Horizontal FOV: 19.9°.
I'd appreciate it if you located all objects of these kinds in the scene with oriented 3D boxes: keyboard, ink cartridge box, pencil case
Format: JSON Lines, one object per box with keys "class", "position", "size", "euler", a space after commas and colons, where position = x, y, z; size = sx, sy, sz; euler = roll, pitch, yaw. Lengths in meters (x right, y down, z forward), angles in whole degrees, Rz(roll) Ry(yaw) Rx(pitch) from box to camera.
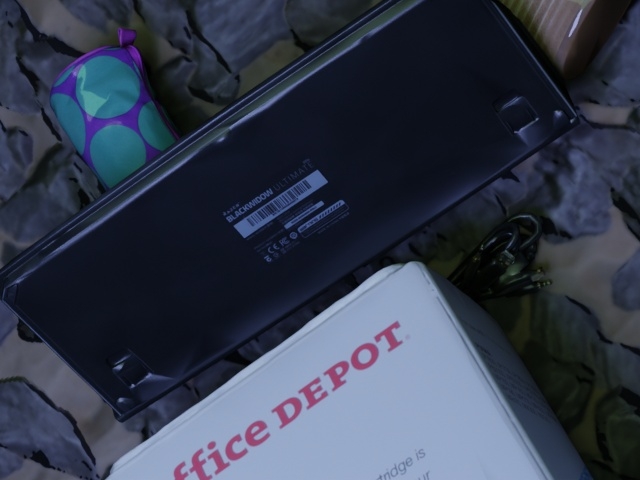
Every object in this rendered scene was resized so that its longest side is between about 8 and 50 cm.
{"class": "keyboard", "position": [0.000, 0.000, 1.003], "size": [0.317, 0.033, 0.201], "euler": [-33, 119, 14]}
{"class": "ink cartridge box", "position": [0.052, 0.200, 0.932], "size": [0.226, 0.131, 0.306], "euler": [-35, 58, 12]}
{"class": "pencil case", "position": [-0.095, -0.045, 1.066], "size": [0.070, 0.064, 0.151], "euler": [-42, 76, 23]}

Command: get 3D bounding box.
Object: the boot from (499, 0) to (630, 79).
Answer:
{"class": "boot", "position": [0.115, -0.254, 1.004], "size": [0.220, 0.109, 0.283], "euler": [35, 104, 20]}
